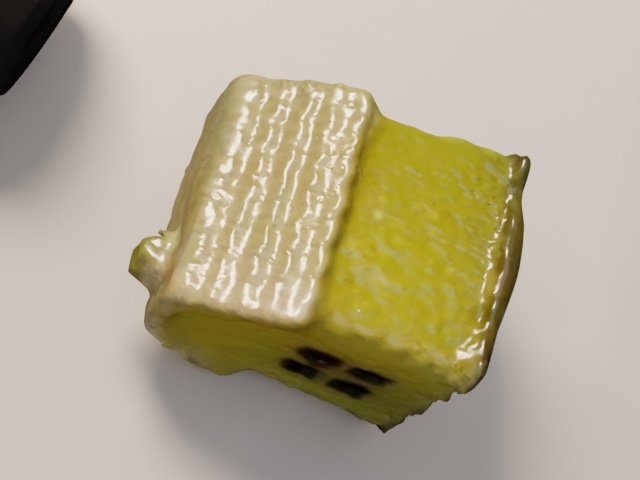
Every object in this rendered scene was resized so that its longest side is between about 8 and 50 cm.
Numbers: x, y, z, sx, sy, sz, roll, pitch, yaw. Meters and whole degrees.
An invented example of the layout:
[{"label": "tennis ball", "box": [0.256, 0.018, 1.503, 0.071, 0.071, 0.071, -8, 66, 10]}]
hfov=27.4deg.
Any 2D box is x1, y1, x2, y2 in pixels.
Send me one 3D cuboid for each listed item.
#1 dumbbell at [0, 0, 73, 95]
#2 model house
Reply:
[{"label": "dumbbell", "box": [-0.266, -0.213, 0.867, 0.218, 0.152, 0.152, 35, 63, -11]}, {"label": "model house", "box": [0.000, 0.000, 0.907, 0.234, 0.175, 0.193, 24, 66, -20]}]
